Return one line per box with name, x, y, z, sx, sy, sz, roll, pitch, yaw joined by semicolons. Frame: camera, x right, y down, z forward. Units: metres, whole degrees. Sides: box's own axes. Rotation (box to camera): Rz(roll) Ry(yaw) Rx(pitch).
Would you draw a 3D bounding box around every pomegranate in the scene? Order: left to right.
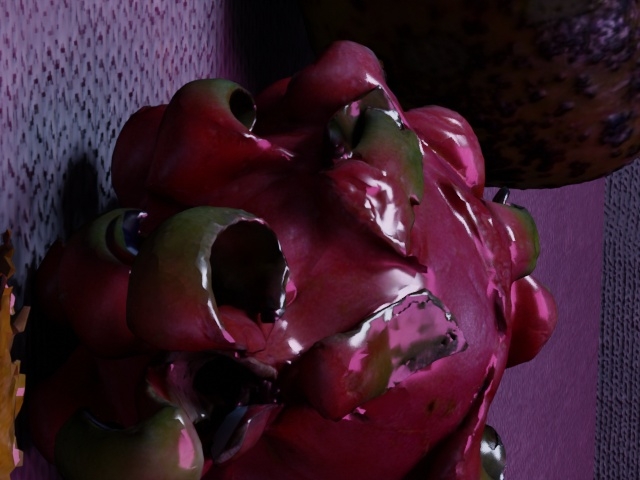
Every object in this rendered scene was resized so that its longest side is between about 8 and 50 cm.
pomegranate;0.152;-0.173;1.015;0.285;0.341;0.285;-13;90;-81

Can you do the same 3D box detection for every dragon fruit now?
dragon fruit;-0.024;0.026;0.765;0.273;0.198;0.218;16;107;-53

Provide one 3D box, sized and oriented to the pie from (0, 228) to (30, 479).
pie;-0.142;0.060;0.482;0.308;0.086;0.308;4;90;-76
